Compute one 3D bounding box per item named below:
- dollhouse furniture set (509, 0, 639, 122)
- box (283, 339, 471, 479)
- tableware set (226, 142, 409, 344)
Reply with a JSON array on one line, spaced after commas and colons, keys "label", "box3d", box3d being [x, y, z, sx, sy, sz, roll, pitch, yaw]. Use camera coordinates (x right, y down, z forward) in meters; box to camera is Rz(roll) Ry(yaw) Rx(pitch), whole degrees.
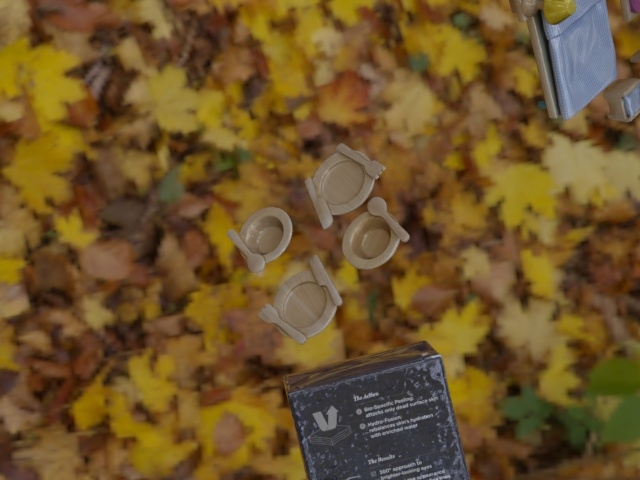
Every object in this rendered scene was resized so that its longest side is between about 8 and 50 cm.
[{"label": "dollhouse furniture set", "box3d": [0.395, -0.236, 1.910, 0.303, 0.198, 0.286, -39, 124, -37]}, {"label": "box", "box3d": [0.057, 0.198, 1.572, 0.156, 0.093, 0.158, -14, 98, -3]}, {"label": "tableware set", "box3d": [0.000, 0.000, 1.380, 0.020, 0.169, 0.141, 38, 13, -52]}]
